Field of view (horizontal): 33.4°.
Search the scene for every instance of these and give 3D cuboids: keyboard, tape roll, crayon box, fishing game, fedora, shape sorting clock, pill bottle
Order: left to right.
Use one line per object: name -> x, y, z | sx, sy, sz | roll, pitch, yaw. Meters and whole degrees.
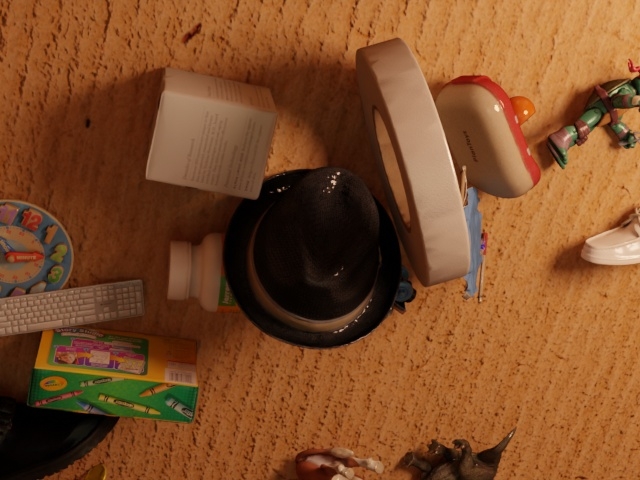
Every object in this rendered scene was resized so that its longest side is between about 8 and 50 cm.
shape sorting clock -> -0.523, 0.025, 1.805 | 0.206, 0.040, 0.206 | -3, 113, -7
keyboard -> -0.434, 0.116, 1.846 | 0.256, 0.014, 0.072 | -8, 110, -16
crayon box -> -0.354, 0.228, 1.847 | 0.278, 0.165, 0.081 | 8, 111, -11
pill bottle -> -0.136, 0.057, 1.821 | 0.246, 0.136, 0.136 | 3, 112, -9
fedora -> 0.000, 0.000, 1.711 | 0.334, 0.334, 0.152 | 5, 150, -10
tape roll -> 0.140, -0.118, 1.652 | 0.072, 0.392, 0.392 | -17, 114, -1
fishing game -> 0.246, 0.004, 1.795 | 0.041, 0.189, 0.264 | 0, 158, 17

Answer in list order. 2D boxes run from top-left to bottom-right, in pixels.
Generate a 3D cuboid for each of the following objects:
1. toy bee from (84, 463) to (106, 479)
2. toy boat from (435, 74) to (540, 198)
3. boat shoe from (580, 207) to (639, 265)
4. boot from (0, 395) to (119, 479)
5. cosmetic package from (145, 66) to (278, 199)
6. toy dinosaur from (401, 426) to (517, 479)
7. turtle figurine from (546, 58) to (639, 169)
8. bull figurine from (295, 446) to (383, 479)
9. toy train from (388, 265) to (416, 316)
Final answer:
toy bee -> -0.441, 0.533, 1.968 | 0.162, 0.195, 0.298 | 5, 126, 16
toy boat -> 0.305, -0.189, 1.799 | 0.151, 0.151, 0.231 | -37, 116, -24
boat shoe -> 0.595, -0.027, 1.919 | 0.277, 0.098, 0.096 | -14, 114, -12
boot -> -0.550, 0.296, 1.866 | 0.348, 0.131, 0.260 | -28, 114, 5
cosmetic package -> -0.178, -0.174, 1.711 | 0.184, 0.151, 0.151 | 10, 111, -11
toy dinosaur -> 0.265, 0.458, 2.079 | 0.313, 0.121, 0.160 | -46, 123, 7
turtle figurine -> 0.500, -0.212, 1.817 | 0.234, 0.118, 0.175 | -32, 154, 7
bull figurine -> 0.080, 0.512, 2.035 | 0.310, 0.101, 0.188 | 47, 140, -16
toy train -> 0.083, 0.070, 1.895 | 0.184, 0.080, 0.105 | 36, 113, -22
